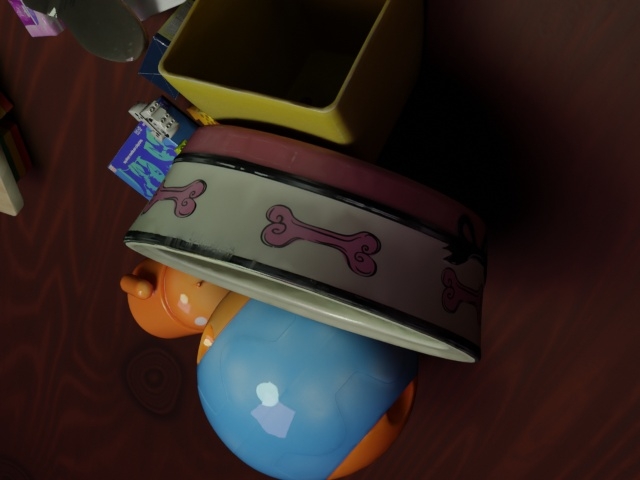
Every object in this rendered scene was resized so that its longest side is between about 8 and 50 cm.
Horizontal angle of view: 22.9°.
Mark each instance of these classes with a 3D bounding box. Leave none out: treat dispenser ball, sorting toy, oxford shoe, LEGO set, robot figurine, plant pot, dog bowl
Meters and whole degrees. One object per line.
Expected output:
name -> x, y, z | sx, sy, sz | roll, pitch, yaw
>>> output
treat dispenser ball -> -0.016, 0.167, 2.043 | 0.288, 0.288, 0.288 | 24, 146, 17
sorting toy -> -0.543, -0.184, 2.257 | 0.257, 0.089, 0.255 | 18, 144, 26
oxford shoe -> -0.265, -0.272, 1.885 | 0.212, 0.076, 0.076 | 36, 109, 33
LEGO set -> -0.118, -0.115, 1.955 | 0.227, 0.087, 0.093 | 45, 161, -14
robot figurine -> -0.189, 0.071, 2.219 | 0.158, 0.128, 0.219 | 42, 151, -21
plant pot -> -0.007, -0.188, 1.668 | 0.212, 0.212, 0.187 | 16, 157, 27
dog bowl -> 0.000, 0.000, 1.725 | 0.408, 0.150, 0.408 | 19, 173, 2

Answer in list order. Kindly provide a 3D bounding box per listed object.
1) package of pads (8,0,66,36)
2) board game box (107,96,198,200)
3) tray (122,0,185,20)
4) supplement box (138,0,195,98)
package of pads -> -0.362, -0.296, 1.999 | 0.050, 0.032, 0.083 | 1, 135, 40
board game box -> -0.165, -0.077, 2.087 | 0.210, 0.047, 0.160 | 38, 148, -6
tray -> -0.263, -0.368, 1.802 | 0.270, 0.030, 0.145 | 48, 155, -19
supplement box -> -0.161, -0.227, 1.853 | 0.056, 0.083, 0.083 | 35, 148, -1
